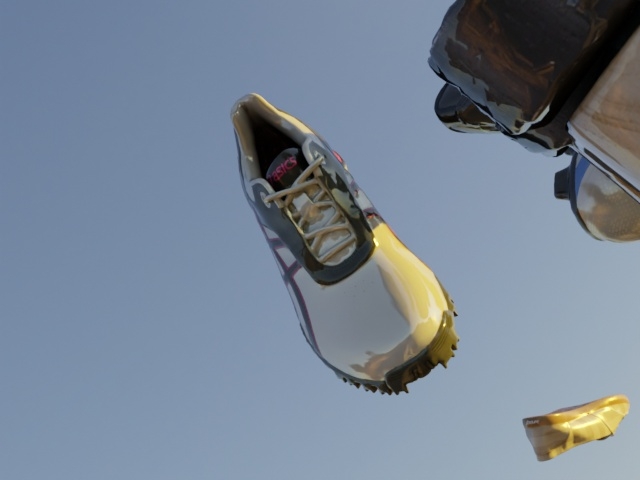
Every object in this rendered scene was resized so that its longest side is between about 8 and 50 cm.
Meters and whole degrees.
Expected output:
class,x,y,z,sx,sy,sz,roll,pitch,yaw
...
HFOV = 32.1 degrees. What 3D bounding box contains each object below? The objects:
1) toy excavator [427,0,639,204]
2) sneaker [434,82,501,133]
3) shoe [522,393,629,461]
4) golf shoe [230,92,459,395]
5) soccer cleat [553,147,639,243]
class,x,y,z,sx,sy,sz,roll,pitch,yaw
toy excavator,0.303,-0.168,0.550,0.445,0.222,0.433,-49,-10,10
sneaker,0.163,-0.149,0.817,0.106,0.101,0.267,-17,15,32
shoe,0.345,0.248,1.484,0.219,0.058,0.077,-3,-15,-44
golf shoe,0.000,0.000,0.812,0.105,0.273,0.120,-36,-44,1
soccer cleat,0.305,-0.141,0.956,0.143,0.331,0.116,-10,-37,42
